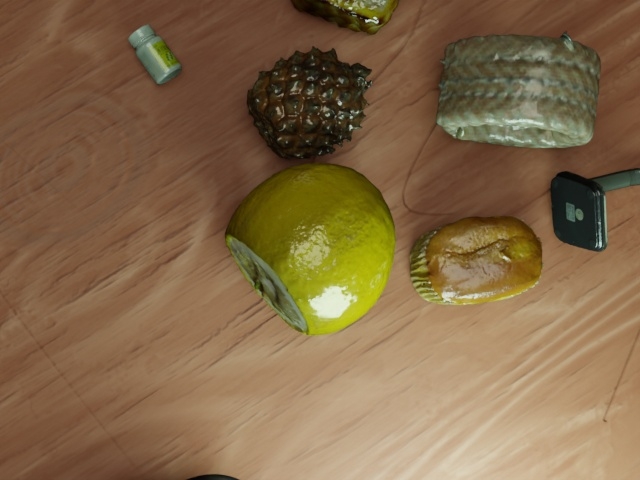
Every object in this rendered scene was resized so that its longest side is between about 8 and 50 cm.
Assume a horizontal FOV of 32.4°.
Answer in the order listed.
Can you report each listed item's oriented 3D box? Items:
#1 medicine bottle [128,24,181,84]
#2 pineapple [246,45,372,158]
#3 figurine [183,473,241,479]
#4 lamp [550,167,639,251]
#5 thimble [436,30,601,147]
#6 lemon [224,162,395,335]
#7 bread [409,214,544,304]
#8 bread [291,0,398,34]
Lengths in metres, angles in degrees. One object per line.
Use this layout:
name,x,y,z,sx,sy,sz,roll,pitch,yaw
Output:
medicine bottle,-0.251,-0.281,1.666,0.047,0.047,0.083,-35,92,-6
pineapple,-0.006,-0.208,1.636,0.193,0.166,0.166,-33,91,-8
figurine,-0.207,0.425,1.570,0.265,0.197,0.175,-5,89,14
lamp,0.507,-0.024,1.718,0.283,0.124,0.203,-8,109,-9
thimble,0.299,-0.223,1.652,0.229,0.196,0.148,5,83,24
lemon,0.000,0.000,1.588,0.219,0.240,0.240,-41,92,-14
bread,0.238,0.031,1.676,0.191,0.114,0.132,-11,86,-11
bread,0.056,-0.438,1.683,0.181,0.096,0.222,24,85,-7
